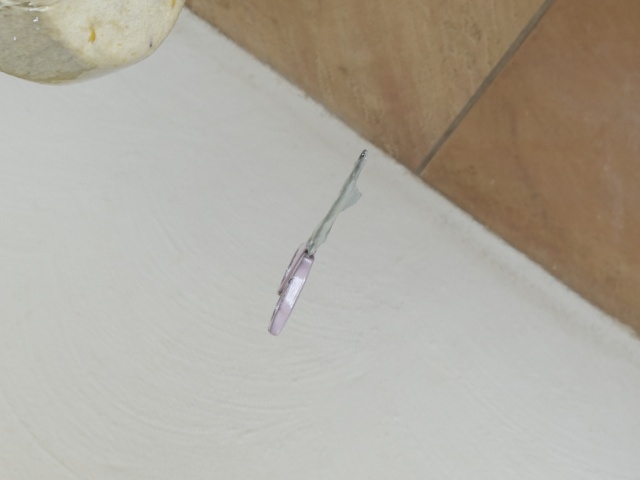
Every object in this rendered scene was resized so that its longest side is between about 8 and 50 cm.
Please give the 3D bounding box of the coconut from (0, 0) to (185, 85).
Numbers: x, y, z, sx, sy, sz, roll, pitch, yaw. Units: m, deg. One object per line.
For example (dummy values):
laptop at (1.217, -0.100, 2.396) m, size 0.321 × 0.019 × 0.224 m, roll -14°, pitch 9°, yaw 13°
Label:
coconut at (-0.351, -0.372, 0.950) m, size 0.360 × 0.346 × 0.346 m, roll 31°, pitch 144°, yaw 27°

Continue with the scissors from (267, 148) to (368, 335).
scissors at (-0.001, 0.000, 0.721) m, size 0.021 × 0.110 × 0.212 m, roll 25°, pitch 128°, yaw -9°
